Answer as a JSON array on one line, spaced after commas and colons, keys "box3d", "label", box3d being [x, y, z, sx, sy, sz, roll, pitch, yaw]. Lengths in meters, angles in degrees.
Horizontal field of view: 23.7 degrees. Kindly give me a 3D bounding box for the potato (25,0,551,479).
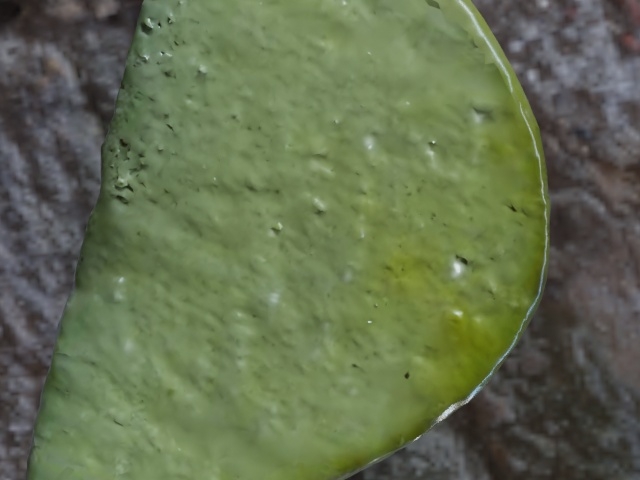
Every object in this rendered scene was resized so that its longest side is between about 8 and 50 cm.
[{"box3d": [0.000, 0.000, 0.809, 0.280, 0.213, 0.330, -58, 164, -82], "label": "potato"}]
